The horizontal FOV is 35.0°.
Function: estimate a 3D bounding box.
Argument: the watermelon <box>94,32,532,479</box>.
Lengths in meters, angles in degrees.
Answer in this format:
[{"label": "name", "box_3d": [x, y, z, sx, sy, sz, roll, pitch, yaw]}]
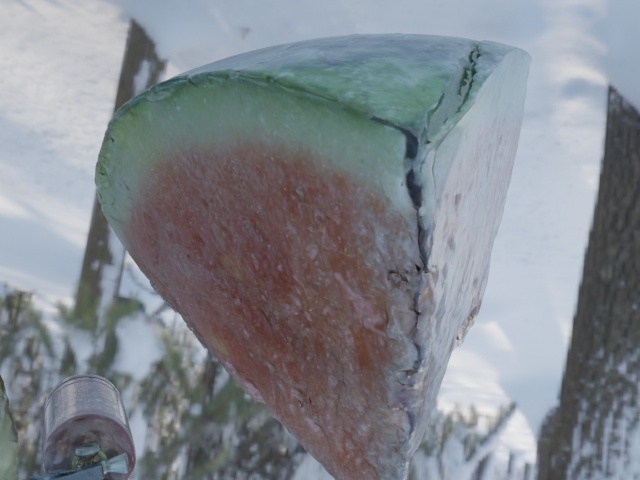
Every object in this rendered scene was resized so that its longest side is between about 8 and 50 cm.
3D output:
[{"label": "watermelon", "box_3d": [0.000, 0.000, 0.514, 0.232, 0.193, 0.310, 45, 138, -16]}]

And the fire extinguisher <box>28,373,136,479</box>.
[{"label": "fire extinguisher", "box_3d": [-0.249, 0.212, 1.059, 0.105, 0.104, 0.269, 11, -178, -15]}]

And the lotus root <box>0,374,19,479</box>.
[{"label": "lotus root", "box_3d": [-0.188, 0.125, 0.322, 0.119, 0.234, 0.138, 8, 158, 22]}]
